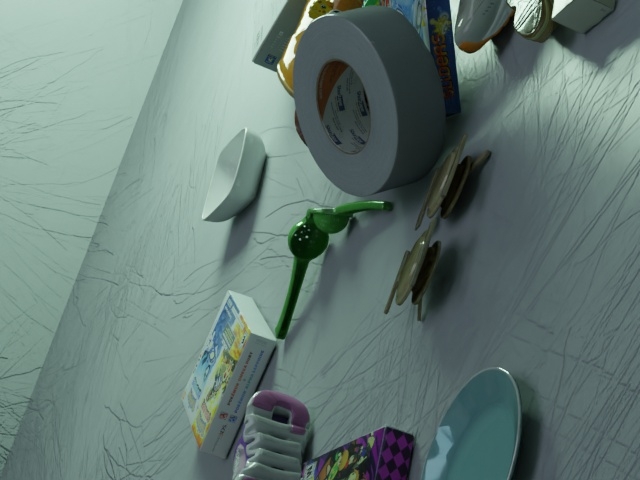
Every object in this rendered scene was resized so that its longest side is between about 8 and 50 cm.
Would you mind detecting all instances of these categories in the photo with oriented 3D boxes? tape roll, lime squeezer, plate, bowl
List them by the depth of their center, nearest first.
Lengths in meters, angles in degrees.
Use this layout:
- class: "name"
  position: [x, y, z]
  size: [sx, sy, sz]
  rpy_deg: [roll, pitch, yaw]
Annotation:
- class: "plate"
  position: [0.143, 0.209, 1.497]
  size: [0.188, 0.024, 0.188]
  rpy_deg: [-57, 20, 34]
- class: "tape roll"
  position: [0.055, -0.166, 1.927]
  size: [0.219, 0.072, 0.219]
  rpy_deg: [31, 129, 48]
- class: "lime squeezer"
  position: [0.000, 0.000, 2.119]
  size: [0.310, 0.058, 0.110]
  rpy_deg: [-50, 25, 44]
- class: "bowl"
  position: [-0.136, -0.101, 2.649]
  size: [0.142, 0.053, 0.142]
  rpy_deg: [-41, 33, 58]

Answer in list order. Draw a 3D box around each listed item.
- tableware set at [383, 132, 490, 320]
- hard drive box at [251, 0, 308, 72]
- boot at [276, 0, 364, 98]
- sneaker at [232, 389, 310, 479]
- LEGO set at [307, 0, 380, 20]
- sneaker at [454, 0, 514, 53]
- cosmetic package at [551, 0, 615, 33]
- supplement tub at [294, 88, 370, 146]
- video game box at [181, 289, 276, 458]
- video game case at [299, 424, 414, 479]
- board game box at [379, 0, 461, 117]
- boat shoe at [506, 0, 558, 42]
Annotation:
- class: "tableware set"
  position: [0.131, -0.012, 1.773]
  size: [0.128, 0.039, 0.194]
  rpy_deg: [124, 167, -70]
- class: "hard drive box"
  position: [-0.020, -0.403, 2.591]
  size: [0.232, 0.089, 0.181]
  rpy_deg: [-57, 21, 36]
- class: "boot"
  position: [0.027, -0.325, 2.337]
  size: [0.211, 0.104, 0.295]
  rpy_deg: [-60, 15, 26]
- class: "sneaker"
  position: [-0.070, 0.297, 1.942]
  size: [0.236, 0.095, 0.104]
  rpy_deg: [-81, 14, -48]
- class: "LEGO set"
  position: [0.042, -0.322, 2.195]
  size: [0.227, 0.093, 0.087]
  rpy_deg: [-53, -9, -33]
- class: "sneaker"
  position: [0.174, -0.342, 1.881]
  size: [0.099, 0.121, 0.262]
  rpy_deg: [-35, 37, 62]
- class: "cosmetic package"
  position: [0.272, -0.274, 1.642]
  size: [0.060, 0.041, 0.115]
  rpy_deg: [-40, 33, 57]
- class: "supplement tub"
  position: [0.048, -0.184, 2.105]
  size: [0.198, 0.106, 0.106]
  rpy_deg: [-35, 37, 60]
- class: "video game box"
  position: [-0.135, 0.188, 2.322]
  size: [0.205, 0.048, 0.187]
  rpy_deg: [-130, 60, -71]
- class: "video game case"
  position: [0.016, 0.328, 1.711]
  size: [0.210, 0.041, 0.232]
  rpy_deg: [-35, 37, 59]
- class: "board game box"
  position: [0.117, -0.241, 1.953]
  size: [0.136, 0.035, 0.201]
  rpy_deg: [163, 102, -69]
- class: "boat shoe"
  position: [0.232, -0.241, 1.716]
  size: [0.050, 0.045, 0.135]
  rpy_deg: [-52, 19, 24]
